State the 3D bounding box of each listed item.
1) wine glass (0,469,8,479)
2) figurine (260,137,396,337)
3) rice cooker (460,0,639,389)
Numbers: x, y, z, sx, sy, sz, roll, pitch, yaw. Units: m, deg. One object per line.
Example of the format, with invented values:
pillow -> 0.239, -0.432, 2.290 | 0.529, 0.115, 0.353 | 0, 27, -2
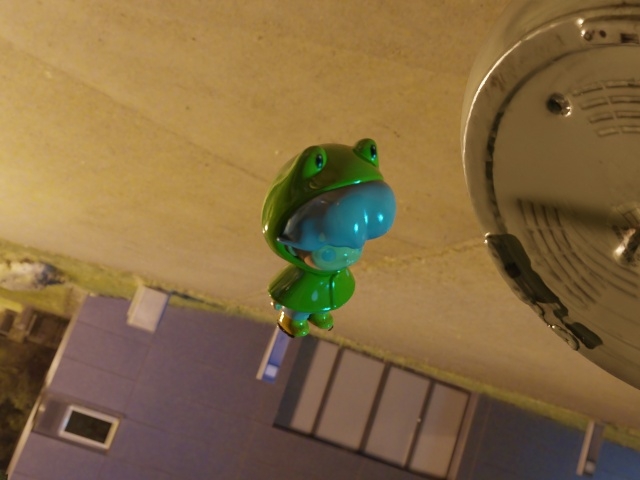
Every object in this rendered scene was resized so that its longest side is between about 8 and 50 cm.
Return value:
wine glass -> -0.391, 0.262, 0.651 | 0.238, 0.238, 0.323 | 18, 163, 5
figurine -> 0.000, 0.000, 0.922 | 0.162, 0.263, 0.143 | -10, -142, -33
rice cooker -> 0.292, -0.090, 0.491 | 0.335, 0.325, 0.335 | 39, 150, 28
